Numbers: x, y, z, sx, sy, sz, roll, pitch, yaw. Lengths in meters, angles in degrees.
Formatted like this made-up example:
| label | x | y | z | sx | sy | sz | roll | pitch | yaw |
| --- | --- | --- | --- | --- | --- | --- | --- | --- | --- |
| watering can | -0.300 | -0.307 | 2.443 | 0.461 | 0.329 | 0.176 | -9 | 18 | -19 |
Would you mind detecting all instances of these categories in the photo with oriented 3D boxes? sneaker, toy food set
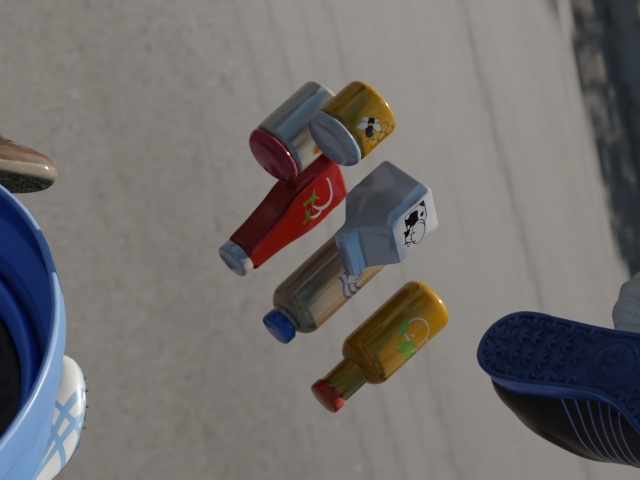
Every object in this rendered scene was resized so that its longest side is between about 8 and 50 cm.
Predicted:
| label | x | y | z | sx | sy | sz | roll | pitch | yaw |
| --- | --- | --- | --- | --- | --- | --- | --- | --- | --- |
| sneaker | -0.287 | 0.197 | 1.594 | 0.086 | 0.085 | 0.237 | 53 | 54 | -39 |
| sneaker | 0.213 | 0.112 | 1.171 | 0.081 | 0.232 | 0.090 | -55 | 136 | -17 |
| toy food set | 0.000 | 0.000 | 1.118 | 0.104 | 0.111 | 0.232 | -43 | 147 | -18 |
| sneaker | -0.300 | -0.085 | 1.413 | 0.066 | 0.188 | 0.071 | 148 | -52 | -64 |

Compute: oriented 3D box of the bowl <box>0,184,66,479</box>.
| label | x | y | z | sx | sy | sz | roll | pitch | yaw |
| --- | --- | --- | --- | --- | --- | --- | --- | --- | --- |
| bowl | -0.330 | 0.081 | 0.967 | 0.391 | 0.391 | 0.077 | -76 | 166 | -49 |

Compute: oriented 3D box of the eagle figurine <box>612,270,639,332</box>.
| label | x | y | z | sx | sy | sz | roll | pitch | yaw |
| --- | --- | --- | --- | --- | --- | --- | --- | --- | --- |
| eagle figurine | 0.379 | 0.118 | 1.443 | 0.298 | 0.226 | 0.225 | -11 | 99 | -63 |
